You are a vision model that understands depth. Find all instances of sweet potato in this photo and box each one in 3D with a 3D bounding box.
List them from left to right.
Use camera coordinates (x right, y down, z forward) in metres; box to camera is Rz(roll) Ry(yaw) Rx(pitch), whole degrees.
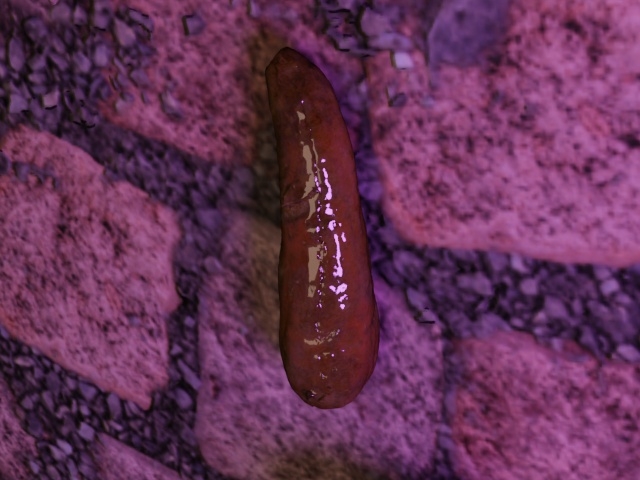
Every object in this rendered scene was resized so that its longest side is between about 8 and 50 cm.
[{"bbox_3d":[0.000,0.000,0.886,0.075,0.075,0.273,7,116,29],"label":"sweet potato"}]

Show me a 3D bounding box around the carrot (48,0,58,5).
[{"bbox_3d":[-0.109,-0.308,0.713,0.193,0.214,0.331,53,126,21],"label":"carrot"}]
